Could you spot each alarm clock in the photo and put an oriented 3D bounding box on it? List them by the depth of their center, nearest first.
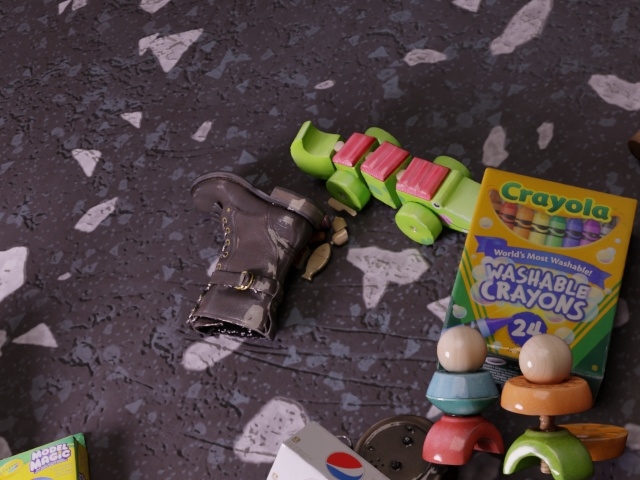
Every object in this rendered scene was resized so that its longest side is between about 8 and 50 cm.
[{"bbox_3d":[0.085,0.276,1.911,0.192,0.064,0.129,10,58,33],"label":"alarm clock"}]

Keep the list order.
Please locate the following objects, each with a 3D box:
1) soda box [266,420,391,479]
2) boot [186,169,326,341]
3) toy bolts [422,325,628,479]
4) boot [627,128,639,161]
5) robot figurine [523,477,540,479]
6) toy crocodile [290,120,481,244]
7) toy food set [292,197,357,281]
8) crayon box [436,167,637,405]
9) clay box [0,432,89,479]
[{"bbox_3d":[0.043,0.314,1.830,0.216,0.074,0.069,36,38,19],"label":"soda box"},{"bbox_3d":[-0.130,0.026,2.190,0.263,0.091,0.229,12,68,40],"label":"boot"},{"bbox_3d":[0.238,0.177,1.799,0.228,0.218,0.158,1,95,38],"label":"toy bolts"},{"bbox_3d":[0.525,-0.136,2.037,0.152,0.073,0.197,-39,51,-14],"label":"boot"},{"bbox_3d":[0.239,0.400,1.661,0.173,0.209,0.278,10,47,-18],"label":"robot figurine"},{"bbox_3d":[0.107,-0.089,2.160,0.340,0.105,0.115,25,67,36],"label":"toy crocodile"},{"bbox_3d":[0.000,0.000,2.196,0.078,0.019,0.122,31,78,39],"label":"toy food set"},{"bbox_3d":[0.283,0.034,1.960,0.203,0.083,0.323,13,57,9],"label":"crayon box"},{"bbox_3d":[-0.372,0.356,2.051,0.127,0.053,0.222,-20,49,8],"label":"clay box"}]
